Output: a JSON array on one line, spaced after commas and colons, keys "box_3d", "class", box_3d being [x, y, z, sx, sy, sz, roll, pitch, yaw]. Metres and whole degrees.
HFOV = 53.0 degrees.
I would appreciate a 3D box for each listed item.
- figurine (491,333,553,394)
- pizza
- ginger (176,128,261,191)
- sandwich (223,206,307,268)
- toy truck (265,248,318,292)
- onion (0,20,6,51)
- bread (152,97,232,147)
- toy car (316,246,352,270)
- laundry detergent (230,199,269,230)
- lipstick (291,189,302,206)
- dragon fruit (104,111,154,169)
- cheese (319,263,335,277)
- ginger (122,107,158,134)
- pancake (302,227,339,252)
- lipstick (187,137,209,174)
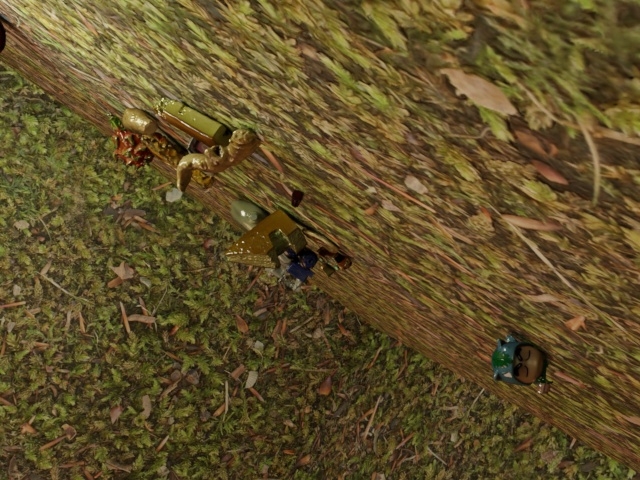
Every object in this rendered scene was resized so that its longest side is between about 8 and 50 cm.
[{"box_3d": [0.485, 0.293, 1.490, 0.178, 0.114, 0.144, 25, 174, -42], "class": "figurine"}, {"box_3d": [-0.497, -0.285, 2.123, 0.287, 0.074, 0.251, 40, 170, -37], "class": "pizza"}, {"box_3d": [-0.225, -0.167, 1.333, 0.288, 0.075, 0.089, -16, 177, 43], "class": "ginger"}, {"box_3d": [-0.170, 0.015, 1.966, 0.128, 0.235, 0.122, 47, 168, 25], "class": "sandwich"}, {"box_3d": [-0.130, 0.087, 2.548, 0.213, 0.177, 0.161, 37, 174, -25], "class": "toy truck"}, {"box_3d": [-1.052, -0.609, 1.858, 0.252, 0.219, 0.252, 37, -178, -1], "class": "onion"}, {"box_3d": [-0.288, -0.262, 1.416, 0.226, 0.049, 0.088, 31, 173, 26], "class": "bread"}, {"box_3d": [0.045, 0.056, 2.032, 0.122, 0.059, 0.035, 26, 140, 37], "class": "toy car"}, {"box_3d": [-0.250, -0.079, 2.324, 0.181, 0.091, 0.253, 40, 173, -4], "class": "laundry detergent"}, {"box_3d": [-0.061, -0.099, 1.584, 0.027, 0.027, 0.176, 34, 174, -1], "class": "lipstick"}, {"box_3d": [-0.679, -0.352, 2.249, 0.236, 0.137, 0.135, 40, -153, -32], "class": "dragon fruit"}, {"box_3d": [0.029, 0.121, 2.613, 0.060, 0.041, 0.084, 42, -176, -5], "class": "cheese"}, {"box_3d": [-0.534, -0.347, 1.884, 0.095, 0.069, 0.190, 13, -178, -26], "class": "ginger"}, {"box_3d": [0.000, 0.000, 1.987, 0.139, 0.022, 0.139, 33, 174, 4], "class": "pancake"}, {"box_3d": [-0.274, -0.212, 1.582, 0.077, 0.079, 0.253, 33, 174, -5], "class": "lipstick"}]
